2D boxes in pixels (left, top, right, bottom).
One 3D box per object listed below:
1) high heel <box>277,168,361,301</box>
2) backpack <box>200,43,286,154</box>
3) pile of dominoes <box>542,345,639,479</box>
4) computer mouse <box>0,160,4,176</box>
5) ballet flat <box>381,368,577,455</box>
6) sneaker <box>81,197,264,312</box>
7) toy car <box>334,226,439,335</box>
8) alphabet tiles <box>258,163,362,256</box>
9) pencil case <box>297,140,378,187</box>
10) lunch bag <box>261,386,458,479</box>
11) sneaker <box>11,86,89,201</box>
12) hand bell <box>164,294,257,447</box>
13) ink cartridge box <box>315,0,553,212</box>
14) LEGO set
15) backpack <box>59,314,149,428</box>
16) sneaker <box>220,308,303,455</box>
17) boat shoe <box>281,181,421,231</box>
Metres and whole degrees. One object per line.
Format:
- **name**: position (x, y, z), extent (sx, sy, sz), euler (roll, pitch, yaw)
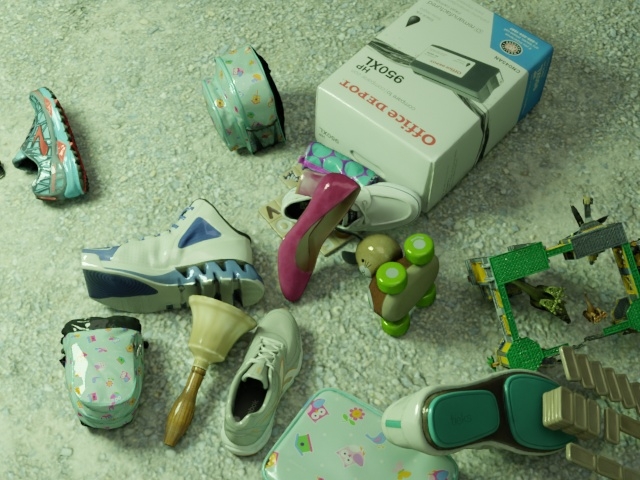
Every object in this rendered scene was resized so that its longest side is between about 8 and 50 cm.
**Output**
- **high heel**: position (0.000, 0.000, 1.685), extent (0.117, 0.082, 0.244), euler (18, 96, 36)
- **backpack**: position (-0.150, -0.275, 1.867), extent (0.144, 0.188, 0.166), euler (-17, 60, -12)
- **pile of dominoes**: position (0.461, 0.297, 1.553), extent (0.251, 0.040, 0.196), euler (26, 52, -24)
- **computer mouse**: position (-0.737, -0.089, 1.814), extent (0.184, 0.060, 0.262), euler (19, 59, 10)
- **ballet flat**: position (0.251, 0.273, 1.515), extent (0.400, 0.139, 0.139), euler (6, 48, -41)
- **sneaker**: position (-0.259, 0.023, 1.725), extent (0.315, 0.127, 0.182), euler (2, 53, -8)
- **toy car**: position (0.098, 0.046, 1.696), extent (0.188, 0.155, 0.149), euler (31, 61, 28)
- **alphabet tiles**: position (0.010, -0.077, 1.850), extent (0.237, 0.009, 0.198), euler (-32, 64, -20)
- **pencil case**: position (0.037, -0.129, 1.839), extent (0.152, 0.064, 0.070), euler (30, 37, 18)
- **lunch bag**: position (0.066, 0.371, 1.504), extent (0.279, 0.108, 0.224), euler (30, 56, 14)
- **sneaker**: position (-0.537, -0.187, 1.856), extent (0.125, 0.104, 0.262), euler (-19, 60, -11)
- **hand bell**: position (-0.208, 0.226, 1.613), extent (0.126, 0.126, 0.242), euler (18, 71, 10)
- **ink cartridge box**: position (0.219, -0.285, 1.890), extent (0.285, 0.166, 0.395), euler (36, 62, 21)
- **LEGO set**: position (0.405, 0.091, 1.681), extent (0.331, 0.192, 0.255), euler (-25, 90, -6)
- **backpack**: position (-0.359, 0.217, 1.593), extent (0.152, 0.115, 0.182), euler (-6, 60, -8)
- **sneaker**: position (-0.091, 0.217, 1.593), extent (0.099, 0.121, 0.262), euler (13, 58, 6)
- **boat shoe**: position (0.055, -0.052, 1.763), extent (0.258, 0.095, 0.084), euler (-3, 18, 7)
